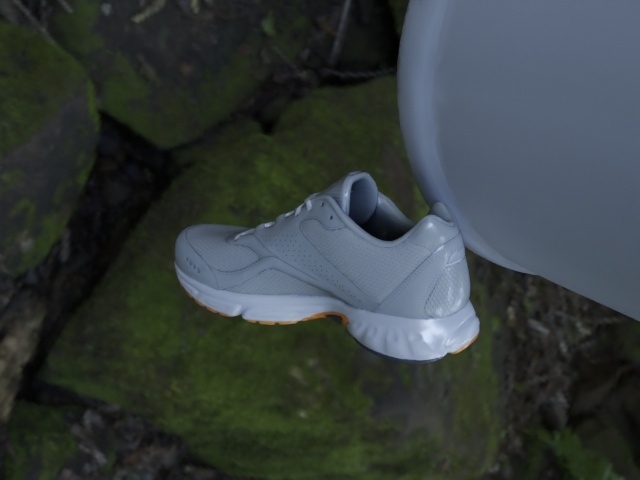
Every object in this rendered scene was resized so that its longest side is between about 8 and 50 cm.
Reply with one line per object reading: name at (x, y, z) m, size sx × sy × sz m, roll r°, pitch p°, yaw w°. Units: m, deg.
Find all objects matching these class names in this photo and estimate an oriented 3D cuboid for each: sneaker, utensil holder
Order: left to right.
sneaker at (0.000, 0.000, 0.903) m, size 0.099 × 0.262 × 0.121 m, roll -32°, pitch 126°, yaw -51°
utensil holder at (0.284, -0.080, 0.756) m, size 0.328 × 0.385 × 0.327 m, roll -11°, pitch 113°, yaw -27°
